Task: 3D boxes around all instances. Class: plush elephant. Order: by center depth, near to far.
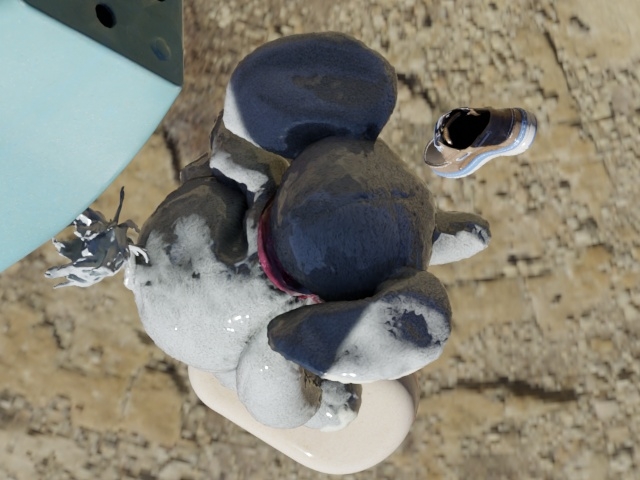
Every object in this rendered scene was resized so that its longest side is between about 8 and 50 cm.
[{"bbox_3d":[0.000,0.000,1.068,0.255,0.330,0.271,-11,79,33],"label":"plush elephant"}]

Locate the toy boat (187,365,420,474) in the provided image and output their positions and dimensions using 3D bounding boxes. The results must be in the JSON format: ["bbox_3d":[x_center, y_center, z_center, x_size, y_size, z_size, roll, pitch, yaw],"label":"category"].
[{"bbox_3d":[-0.010,0.123,1.438,0.231,0.151,0.151,33,111,-1],"label":"toy boat"}]

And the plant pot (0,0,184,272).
[{"bbox_3d":[-0.188,-0.092,0.749,0.234,0.165,0.165,-24,146,35],"label":"plant pot"}]

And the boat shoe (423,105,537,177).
[{"bbox_3d":[0.165,-0.121,1.637,0.066,0.066,0.183,18,159,-27],"label":"boat shoe"}]
